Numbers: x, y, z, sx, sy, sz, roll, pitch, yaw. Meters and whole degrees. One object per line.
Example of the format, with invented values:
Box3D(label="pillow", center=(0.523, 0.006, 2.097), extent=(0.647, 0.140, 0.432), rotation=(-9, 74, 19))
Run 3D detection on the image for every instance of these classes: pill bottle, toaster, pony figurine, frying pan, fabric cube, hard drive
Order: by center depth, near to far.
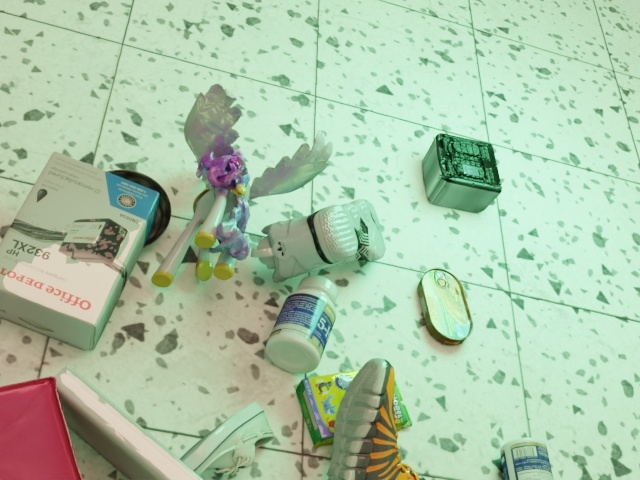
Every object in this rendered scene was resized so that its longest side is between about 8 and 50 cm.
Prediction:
Box3D(label="fabric cube", center=(-0.496, 0.390, 1.308), extent=(0.259, 0.258, 0.254), rotation=(-8, 56, -28))
Box3D(label="hard drive", center=(-0.285, 0.360, 1.438), extent=(0.353, 0.233, 0.047), rotation=(37, 63, 8))
Box3D(label="pill bottle", center=(0.411, 0.481, 1.737), extent=(0.094, 0.094, 0.169), rotation=(10, 51, -16))
Box3D(label="pill bottle", center=(-0.030, 0.164, 1.788), extent=(0.112, 0.112, 0.187), rotation=(25, 48, -3))
Box3D(label="pony figurine", center=(-0.187, -0.101, 1.792), extent=(0.303, 0.351, 0.363), rotation=(30, 49, -21))
Box3D(label="frying pan", center=(-0.443, -0.016, 1.795), extent=(0.197, 0.053, 0.326), rotation=(36, 60, 8))
Box3D(label="toaster", center=(0.346, -0.170, 2.219), extent=(0.185, 0.110, 0.168), rotation=(10, 50, -17))

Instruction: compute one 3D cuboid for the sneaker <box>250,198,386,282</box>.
Box3D(label="sneaker", center=(0.000, 0.000, 1.905), extent=(0.366, 0.210, 0.137), rotation=(-4, 79, -69))

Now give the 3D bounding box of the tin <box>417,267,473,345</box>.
Box3D(label="tin", center=(0.277, 0.148, 1.985), extent=(0.106, 0.040, 0.190), rotation=(9, 51, -22))

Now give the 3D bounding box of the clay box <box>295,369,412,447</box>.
Box3D(label="clay box", center=(0.075, 0.321, 1.746), extent=(0.222, 0.053, 0.127), rotation=(-6, 58, -26))

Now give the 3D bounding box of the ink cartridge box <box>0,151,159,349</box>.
Box3D(label="ink cartridge box", center=(-0.466, 0.018, 1.669), extent=(0.223, 0.129, 0.307), rotation=(22, 58, -5))

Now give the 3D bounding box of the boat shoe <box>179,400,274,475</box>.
Box3D(label="boat shoe", center=(-0.155, 0.362, 1.542), extent=(0.088, 0.096, 0.267), rotation=(51, 15, 7))

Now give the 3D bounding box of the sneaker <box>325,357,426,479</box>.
Box3D(label="sneaker", center=(0.120, 0.388, 1.640), extent=(0.180, 0.124, 0.321), rotation=(19, 80, -21))
